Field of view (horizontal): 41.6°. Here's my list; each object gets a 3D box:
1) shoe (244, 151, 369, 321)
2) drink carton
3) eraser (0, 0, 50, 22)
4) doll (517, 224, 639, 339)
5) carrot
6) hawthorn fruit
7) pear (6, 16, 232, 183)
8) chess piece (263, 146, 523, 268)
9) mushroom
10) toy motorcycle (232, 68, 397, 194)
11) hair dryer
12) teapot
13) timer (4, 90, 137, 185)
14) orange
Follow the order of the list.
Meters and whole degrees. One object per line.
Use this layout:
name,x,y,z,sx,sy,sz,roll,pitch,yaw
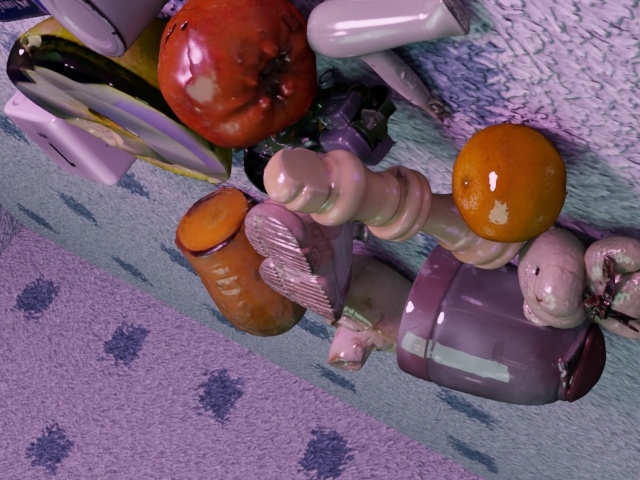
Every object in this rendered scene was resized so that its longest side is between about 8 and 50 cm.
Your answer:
shoe,0.003,0.002,1.517,0.172,0.198,0.351,27,157,22
drink carton,-0.263,-0.356,1.094,0.191,0.189,0.185,45,163,-31
eraser,-0.486,-0.439,1.367,0.332,0.101,0.155,12,154,48
doll,0.404,0.071,1.164,0.278,0.149,0.175,7,108,29
carrot,-0.165,0.063,1.915,0.224,0.224,0.340,16,152,42
hawthorn fruit,-0.121,-0.236,1.124,0.211,0.211,0.299,42,178,-25
pear,-0.294,-0.257,1.363,0.399,0.165,0.399,23,167,5
chess piece,0.101,-0.049,1.115,0.397,0.117,0.117,13,176,-36
mushroom,0.088,0.163,1.734,0.260,0.234,0.254,25,163,22
toy motorcycle,-0.015,-0.149,1.197,0.275,0.187,0.125,4,146,51
hair dryer,0.120,-0.214,1.037,0.206,0.075,0.237,8,157,40
teapot,0.325,0.160,1.424,0.312,0.233,0.315,19,-174,22
timer,-0.456,-0.249,1.649,0.194,0.192,0.195,16,155,41
orange,0.239,-0.072,1.056,0.134,0.154,0.155,-6,169,-16
